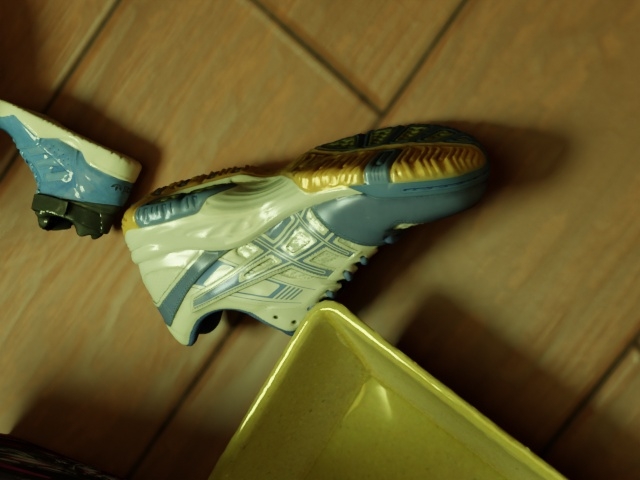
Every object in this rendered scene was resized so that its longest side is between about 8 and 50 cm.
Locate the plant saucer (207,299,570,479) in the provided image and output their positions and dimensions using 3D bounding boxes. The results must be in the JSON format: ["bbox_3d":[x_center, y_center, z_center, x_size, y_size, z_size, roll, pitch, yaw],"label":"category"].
[{"bbox_3d":[0.057,0.264,1.347,0.333,0.081,0.333,37,107,21],"label":"plant saucer"}]

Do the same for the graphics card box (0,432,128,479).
[{"bbox_3d":[-0.232,0.205,1.348,0.371,0.233,0.094,13,87,47],"label":"graphics card box"}]

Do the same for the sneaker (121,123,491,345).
[{"bbox_3d":[0.000,0.000,1.375,0.296,0.112,0.131,-12,103,29],"label":"sneaker"}]

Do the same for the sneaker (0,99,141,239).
[{"bbox_3d":[-0.224,-0.054,1.500,0.152,0.058,0.084,26,94,18],"label":"sneaker"}]
